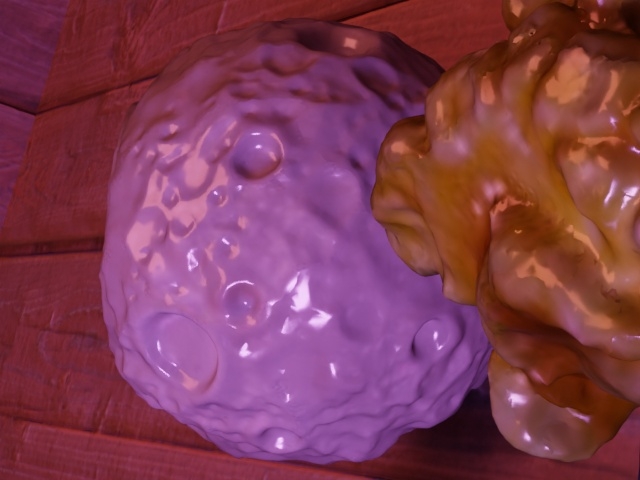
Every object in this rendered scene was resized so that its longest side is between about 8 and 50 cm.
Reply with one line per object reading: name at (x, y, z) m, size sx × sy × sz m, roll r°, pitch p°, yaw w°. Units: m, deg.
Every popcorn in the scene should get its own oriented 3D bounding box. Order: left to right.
popcorn at (0.204, -0.034, 1.094) m, size 0.274 × 0.279 × 0.335 m, roll 69°, pitch 161°, yaw -6°

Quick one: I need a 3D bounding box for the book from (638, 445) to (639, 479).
book at (0.239, 0.167, 0.753) m, size 0.428 × 0.039 × 0.300 m, roll -135°, pitch 42°, yaw -60°

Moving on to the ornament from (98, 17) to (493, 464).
ornament at (0.000, 0.000, 1.475) m, size 0.337 × 0.337 × 0.337 m, roll -47°, pitch 33°, yaw 43°
